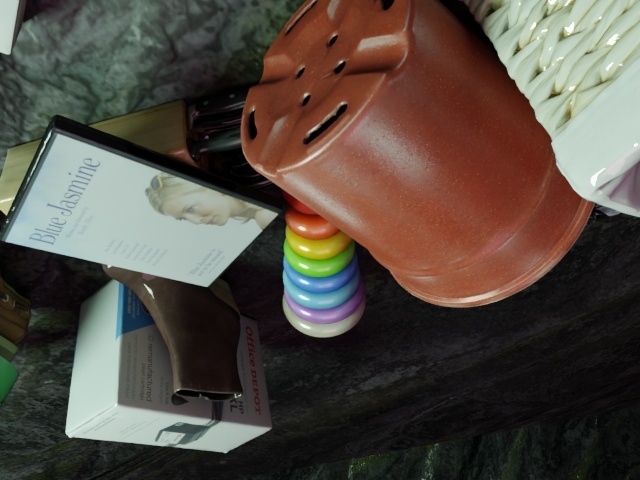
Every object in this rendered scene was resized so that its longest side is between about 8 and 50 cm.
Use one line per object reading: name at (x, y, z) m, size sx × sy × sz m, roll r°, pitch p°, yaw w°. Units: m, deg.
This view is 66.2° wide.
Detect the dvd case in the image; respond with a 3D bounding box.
dvd case at (-0.193, -0.024, 0.551) m, size 0.253 × 0.022 × 0.180 m, roll 19°, pitch 134°, yaw -36°

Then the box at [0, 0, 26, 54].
box at (-0.284, -0.293, 0.283) m, size 0.232 × 0.058 × 0.322 m, roll 13°, pitch 136°, yaw -31°

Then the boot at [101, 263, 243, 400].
boot at (-0.212, 0.121, 0.731) m, size 0.090 × 0.206 × 0.248 m, roll -34°, pitch 139°, yaw 25°

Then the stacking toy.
stacking toy at (0.000, 0.000, 0.724) m, size 0.141 × 0.141 × 0.330 m, roll -10°, pitch 137°, yaw -6°

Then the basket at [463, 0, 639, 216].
basket at (0.329, -0.193, 0.329) m, size 0.328 × 0.266 × 0.331 m, roll 9°, pitch 137°, yaw -28°

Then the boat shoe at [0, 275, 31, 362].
boat shoe at (-0.494, 0.058, 0.649) m, size 0.111 × 0.104 × 0.307 m, roll 9°, pitch 145°, yaw 4°

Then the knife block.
knife block at (-0.181, -0.099, 0.550) m, size 0.276 × 0.088 × 0.242 m, roll 15°, pitch 134°, yaw -33°

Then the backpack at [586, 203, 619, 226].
backpack at (0.404, -0.097, 0.699) m, size 0.115 × 0.152 × 0.182 m, roll -30°, pitch 154°, yaw 36°

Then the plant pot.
plant pot at (0.085, -0.100, 0.488) m, size 0.265 × 0.272 × 0.272 m, roll 27°, pitch 128°, yaw -38°

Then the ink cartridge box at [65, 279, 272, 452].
ink cartridge box at (-0.241, 0.218, 0.836) m, size 0.129 × 0.223 × 0.307 m, roll -33°, pitch 140°, yaw 23°

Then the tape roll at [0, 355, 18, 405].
tape roll at (-0.589, 0.155, 0.661) m, size 0.321 × 0.077 × 0.321 m, roll 11°, pitch 146°, yaw 7°
